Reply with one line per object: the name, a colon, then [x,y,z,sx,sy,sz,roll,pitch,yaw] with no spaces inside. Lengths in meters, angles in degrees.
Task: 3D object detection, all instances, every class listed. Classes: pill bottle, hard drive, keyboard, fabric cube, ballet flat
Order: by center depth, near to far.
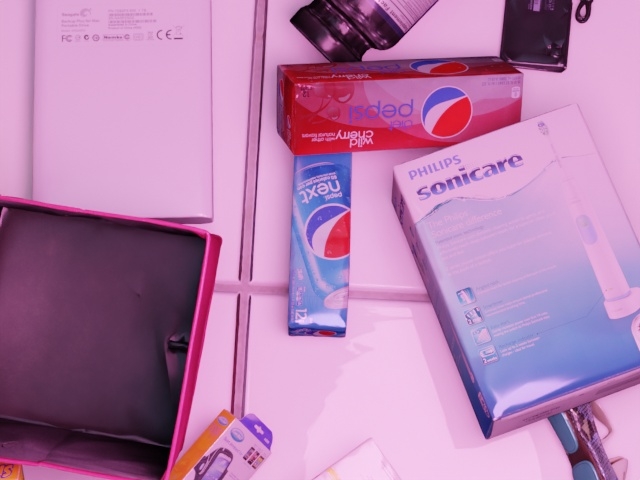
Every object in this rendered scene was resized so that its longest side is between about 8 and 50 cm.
fabric cube: [-0.250,0.092,1.627,0.259,0.258,0.254,10,91,-2]
ballet flat: [0.300,0.231,1.733,0.070,0.070,0.188,-20,82,-5]
pill bottle: [0.073,-0.296,1.803,0.219,0.123,0.123,-45,82,4]
hard drive: [-0.225,-0.170,1.822,0.203,0.040,0.307,-1,78,-1]
keyboard: [0.272,-0.285,1.864,0.108,0.023,0.180,6,78,7]

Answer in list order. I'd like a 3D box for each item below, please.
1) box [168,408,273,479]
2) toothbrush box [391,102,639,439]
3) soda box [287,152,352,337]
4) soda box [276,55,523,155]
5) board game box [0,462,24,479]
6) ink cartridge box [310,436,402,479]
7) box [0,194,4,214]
box: [-0.112,0.244,1.715,0.136,0.081,0.028,-50,45,-11]
toothbrush box: [0.224,0.033,1.695,0.216,0.126,0.295,-20,75,-5]
soda box: [0.000,0.000,1.772,0.067,0.071,0.210,1,78,0]
soda box: [0.087,-0.151,1.758,0.263,0.092,0.083,-4,111,-13]
board game box: [-0.352,0.318,1.621,0.124,0.259,0.039,-1,45,-1]
ink cartridge box: [0.021,0.290,1.700,0.143,0.092,0.090,-35,81,-6]
box: [-0.447,-0.092,1.793,0.087,0.058,0.232,-38,81,-7]
